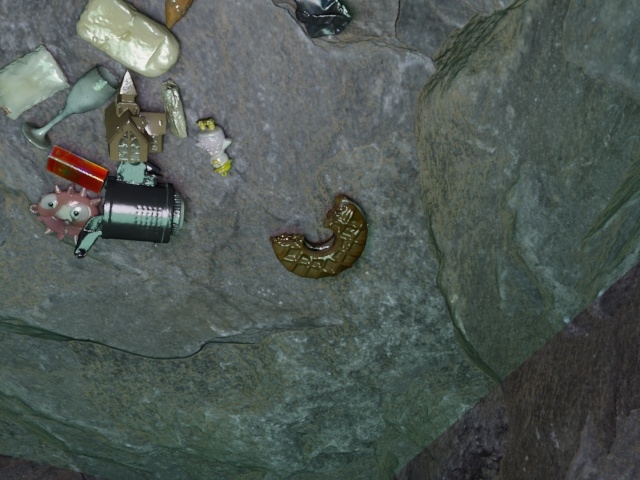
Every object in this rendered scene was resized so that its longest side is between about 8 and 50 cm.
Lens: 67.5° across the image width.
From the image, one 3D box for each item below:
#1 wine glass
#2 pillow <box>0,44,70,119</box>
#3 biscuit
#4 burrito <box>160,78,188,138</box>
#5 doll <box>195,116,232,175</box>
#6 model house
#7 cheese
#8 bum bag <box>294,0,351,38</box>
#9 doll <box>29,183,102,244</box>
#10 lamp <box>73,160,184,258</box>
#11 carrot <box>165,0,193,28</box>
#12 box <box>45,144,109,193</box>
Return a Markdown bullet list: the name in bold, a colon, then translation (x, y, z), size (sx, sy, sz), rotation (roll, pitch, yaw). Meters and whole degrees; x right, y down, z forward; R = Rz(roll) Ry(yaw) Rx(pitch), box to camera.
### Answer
- **wine glass**: translation (-0.726, -0.343, 1.366), size (0.309, 0.264, 0.096), rotation (-31, 130, 13)
- **pillow**: translation (-0.858, -0.460, 1.402), size (0.229, 0.051, 0.128), rotation (-26, 115, 9)
- **biscuit**: translation (0.016, 0.009, 1.775), size (0.366, 0.115, 0.268), rotation (-26, 122, 12)
- **burrito**: translation (-0.455, -0.406, 1.490), size (0.058, 0.045, 0.188), rotation (-20, 124, -24)
- **doll**: translation (-0.342, -0.300, 1.551), size (0.129, 0.081, 0.207), rotation (-2, 127, 17)
- **model house**: translation (-0.541, -0.378, 1.401), size (0.176, 0.181, 0.248), rotation (-3, 136, -24)
- **cheese**: translation (-0.529, -0.573, 1.345), size (0.263, 0.093, 0.159), rotation (32, 117, -26)
- **bum bag**: translation (-0.042, -0.703, 1.329), size (0.137, 0.074, 0.310), rotation (-26, 116, 25)
- **doll**: translation (-0.833, -0.089, 1.618), size (0.262, 0.093, 0.211), rotation (17, 109, -22)
- **lamp**: translation (-0.588, -0.086, 1.564), size (0.272, 0.205, 0.374), rotation (26, 101, -27)
- **carrot**: translation (-0.358, -0.693, 1.290), size (0.102, 0.102, 0.263), rotation (26, 120, -21)
- **box**: translation (-0.779, -0.225, 1.536), size (0.175, 0.048, 0.112), rotation (27, 151, -23)
